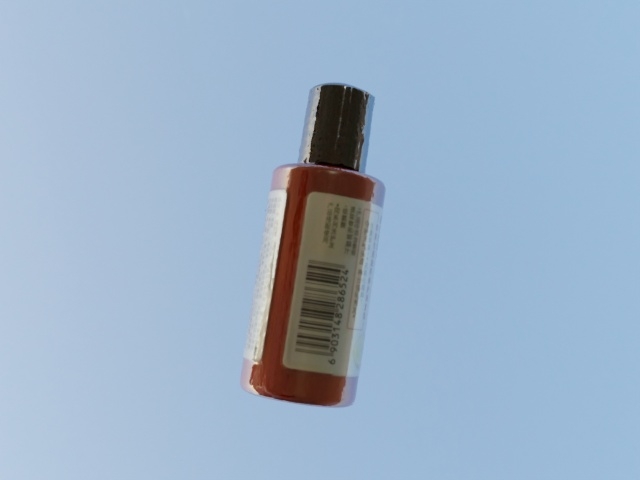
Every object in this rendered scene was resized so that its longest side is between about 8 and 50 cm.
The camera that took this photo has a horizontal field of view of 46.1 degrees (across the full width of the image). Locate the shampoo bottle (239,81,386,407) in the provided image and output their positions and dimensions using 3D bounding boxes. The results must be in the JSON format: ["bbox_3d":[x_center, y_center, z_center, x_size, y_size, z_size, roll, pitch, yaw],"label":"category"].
[{"bbox_3d":[0.000,0.000,0.666,0.104,0.104,0.278,9,-95,-5],"label":"shampoo bottle"}]
